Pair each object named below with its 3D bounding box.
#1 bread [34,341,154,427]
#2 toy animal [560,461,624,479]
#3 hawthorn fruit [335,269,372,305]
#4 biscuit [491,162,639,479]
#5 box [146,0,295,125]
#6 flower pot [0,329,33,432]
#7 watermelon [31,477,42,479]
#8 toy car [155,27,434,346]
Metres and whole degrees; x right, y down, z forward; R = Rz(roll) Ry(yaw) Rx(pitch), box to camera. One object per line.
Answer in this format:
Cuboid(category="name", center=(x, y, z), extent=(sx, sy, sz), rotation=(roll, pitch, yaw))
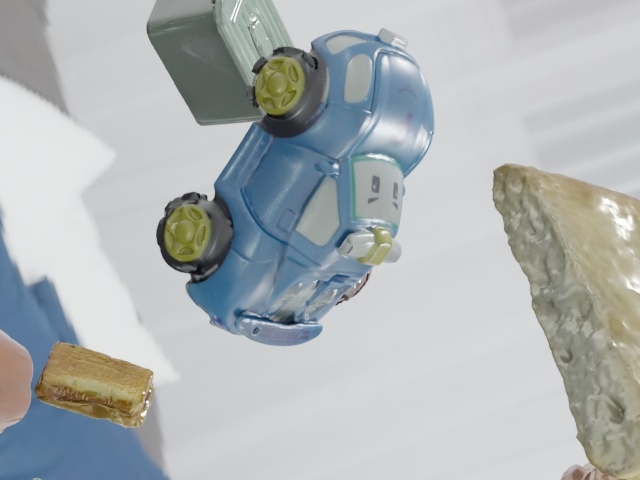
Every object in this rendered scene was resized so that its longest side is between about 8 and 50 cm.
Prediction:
Cuboid(category="bread", center=(-0.255, 0.164, 1.704), extent=(0.053, 0.132, 0.074), rotation=(109, -5, -45))
Cuboid(category="toy animal", center=(0.432, 0.421, 1.950), extent=(0.326, 0.269, 0.237), rotation=(43, 42, 8))
Cuboid(category="hawthorn fruit", center=(0.000, 0.000, 1.928), extent=(0.148, 0.148, 0.172), rotation=(45, 54, -68))
Cuboid(category="biscuit", center=(0.432, 0.118, 1.769), extent=(0.446, 0.104, 0.429), rotation=(16, 41, -26))
Cuboid(category="box", center=(-0.139, -0.277, 2.142), extent=(0.163, 0.135, 0.243), rotation=(-75, 149, -41))
Cuboid(category="flower pot", center=(-0.432, 0.162, 1.741), extent=(0.173, 0.190, 0.191), rotation=(22, 49, -59))
Cuboid(category="watermelon", center=(-0.292, 0.371, 1.433), extent=(0.262, 0.201, 0.213), rotation=(-112, -158, -46))
Cuboid(category="toy car", center=(0.003, -0.043, 1.376), extent=(0.166, 0.314, 0.198), rotation=(40, 14, 28))
